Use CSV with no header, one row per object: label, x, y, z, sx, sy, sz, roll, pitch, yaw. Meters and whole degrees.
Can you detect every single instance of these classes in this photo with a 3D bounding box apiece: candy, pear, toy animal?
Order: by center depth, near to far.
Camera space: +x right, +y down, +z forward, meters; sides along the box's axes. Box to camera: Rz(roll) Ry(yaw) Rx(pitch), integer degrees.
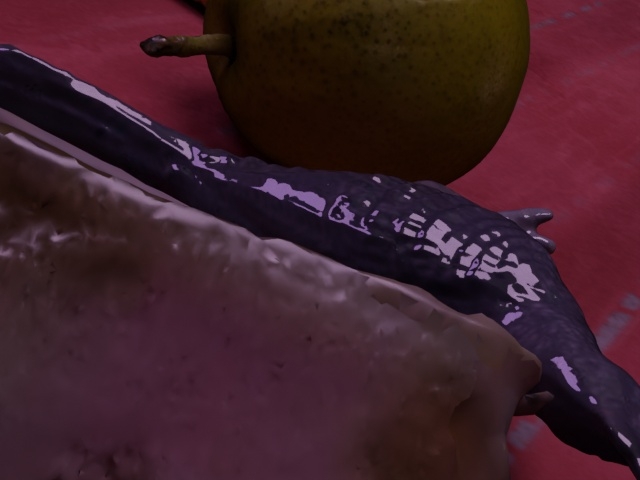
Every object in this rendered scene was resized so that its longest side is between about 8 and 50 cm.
candy,-0.068,0.052,0.443,0.195,0.137,0.185,23,-8,-17
toy animal,0.030,0.006,0.817,0.367,0.081,0.206,30,15,24
pear,0.004,-0.106,0.985,0.216,0.166,0.180,-5,45,-19

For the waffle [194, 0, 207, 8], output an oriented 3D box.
waffle,-0.056,-0.215,1.303,0.221,0.055,0.248,38,22,29
